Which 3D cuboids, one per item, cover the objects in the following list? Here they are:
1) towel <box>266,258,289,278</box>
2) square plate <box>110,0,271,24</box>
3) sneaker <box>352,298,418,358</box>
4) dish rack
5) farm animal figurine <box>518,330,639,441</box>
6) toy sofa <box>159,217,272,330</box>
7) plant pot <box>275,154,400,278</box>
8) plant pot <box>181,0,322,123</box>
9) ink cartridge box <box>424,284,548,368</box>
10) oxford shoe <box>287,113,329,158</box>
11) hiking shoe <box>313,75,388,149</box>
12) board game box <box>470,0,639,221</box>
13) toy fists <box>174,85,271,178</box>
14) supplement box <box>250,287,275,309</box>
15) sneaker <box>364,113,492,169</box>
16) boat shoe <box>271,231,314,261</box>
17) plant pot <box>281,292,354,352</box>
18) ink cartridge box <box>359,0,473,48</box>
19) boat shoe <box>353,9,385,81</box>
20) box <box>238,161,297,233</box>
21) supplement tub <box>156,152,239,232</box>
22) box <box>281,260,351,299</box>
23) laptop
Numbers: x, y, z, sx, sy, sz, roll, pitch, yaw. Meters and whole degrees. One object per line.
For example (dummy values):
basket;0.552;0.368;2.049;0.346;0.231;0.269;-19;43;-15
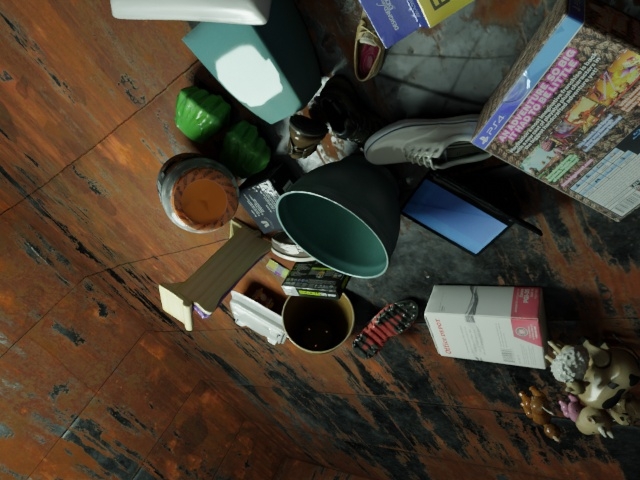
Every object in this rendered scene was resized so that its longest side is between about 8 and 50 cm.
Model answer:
towel;-0.153;0.100;1.485;0.083;0.009;0.060;31;140;-1
square plate;-0.221;-0.547;0.677;0.347;0.049;0.343;14;104;21
sneaker;0.216;0.271;1.361;0.098;0.135;0.276;43;118;5
dish rack;-0.246;0.329;1.672;0.286;0.072;0.333;28;158;3
farm animal figurine;0.704;0.394;1.046;0.331;0.172;0.326;-2;118;-16
toy sofa;-0.320;0.112;1.329;0.177;0.362;0.150;31;141;10
plant pot;0.070;-0.076;0.988;0.293;0.196;0.293;27;153;15
plant pot;-0.114;-0.373;0.846;0.166;0.165;0.234;-11;128;40
ink cartridge box;0.456;0.230;1.141;0.283;0.117;0.207;-2;131;33
oxford shoe;-0.032;-0.217;0.896;0.083;0.227;0.096;22;103;-1
hiking shoe;0.073;-0.238;0.899;0.227;0.114;0.086;43;140;-14
board game box;0.443;-0.210;0.668;0.291;0.141;0.232;30;141;3
toy fists;-0.249;-0.284;1.080;0.279;0.096;0.142;41;153;-13
supplement box;-0.228;0.236;1.641;0.043;0.055;0.083;-21;119;45
sneaker;0.212;-0.187;0.825;0.258;0.091;0.094;-8;140;18
boat shoe;0.000;0.000;1.203;0.325;0.116;0.096;6;130;23
plant pot;-0.012;0.304;1.462;0.237;0.237;0.254;24;154;10
ink cartridge box;0.150;-0.481;0.583;0.307;0.072;0.303;-24;119;29
boat shoe;0.097;-0.380;0.778;0.063;0.059;0.170;19;139;15
box;-0.134;-0.117;1.178;0.158;0.093;0.156;-13;123;40
supplement tub;-0.331;-0.131;1.114;0.193;0.194;0.316;56;169;-27
box;0.004;0.089;1.235;0.191;0.184;0.045;1;130;31
laptop;0.313;-0.044;0.930;0.234;0.264;0.136;30;104;1
